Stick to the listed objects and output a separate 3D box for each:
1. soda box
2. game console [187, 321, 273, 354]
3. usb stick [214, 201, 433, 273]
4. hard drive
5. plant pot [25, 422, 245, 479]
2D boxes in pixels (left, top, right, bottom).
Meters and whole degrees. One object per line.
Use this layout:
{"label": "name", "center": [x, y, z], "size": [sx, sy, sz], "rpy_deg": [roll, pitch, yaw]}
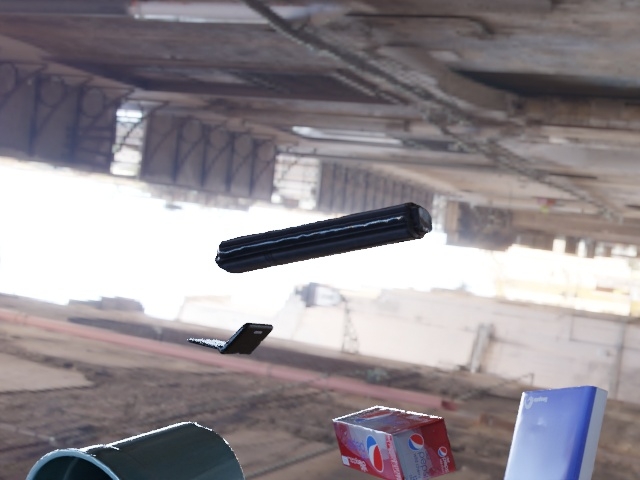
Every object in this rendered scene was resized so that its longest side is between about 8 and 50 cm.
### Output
{"label": "soda box", "center": [0.112, 0.322, 1.559], "size": [0.263, 0.092, 0.083], "rpy_deg": [166, 91, -70]}
{"label": "game console", "center": [-0.160, 0.168, 1.766], "size": [0.107, 0.071, 0.122], "rpy_deg": [-47, -19, 10]}
{"label": "usb stick", "center": [0.000, 0.000, 1.226], "size": [0.077, 0.278, 0.045], "rpy_deg": [26, -124, -63]}
{"label": "hard drive", "center": [0.364, 0.399, 1.604], "size": [0.210, 0.040, 0.318], "rpy_deg": [-30, 41, 67]}
{"label": "plant pot", "center": [-0.343, 0.523, 1.926], "size": [0.334, 0.341, 0.340], "rpy_deg": [-14, -71, -56]}
